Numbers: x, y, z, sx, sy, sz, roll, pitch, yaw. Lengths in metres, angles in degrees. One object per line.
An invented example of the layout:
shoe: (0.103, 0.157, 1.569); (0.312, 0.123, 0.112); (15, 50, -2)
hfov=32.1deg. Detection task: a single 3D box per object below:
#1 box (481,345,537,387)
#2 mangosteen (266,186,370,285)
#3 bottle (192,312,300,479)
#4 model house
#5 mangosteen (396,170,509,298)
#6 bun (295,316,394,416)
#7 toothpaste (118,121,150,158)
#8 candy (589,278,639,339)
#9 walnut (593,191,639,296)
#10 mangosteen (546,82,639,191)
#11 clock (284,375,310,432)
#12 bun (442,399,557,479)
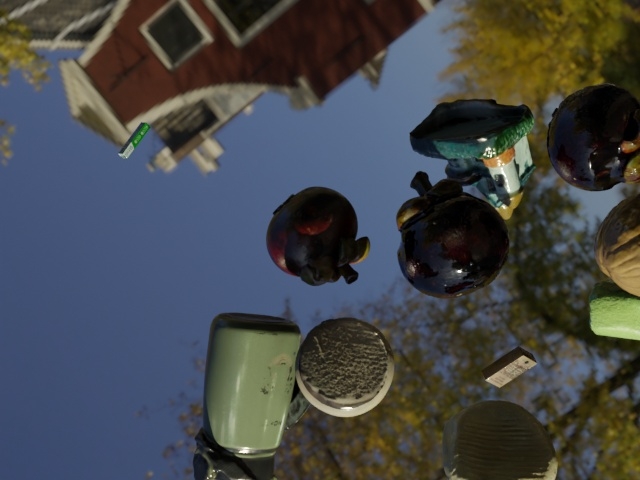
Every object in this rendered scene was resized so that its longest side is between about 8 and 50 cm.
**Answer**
box: (0.328, 0.220, 1.934); (0.053, 0.083, 0.024); (29, -147, -46)
mangosteen: (0.000, 0.000, 2.031); (0.200, 0.200, 0.200); (45, -158, -23)
bottle: (-0.138, 0.309, 2.023); (0.168, 0.168, 0.347); (8, -90, -64)
model house: (0.361, -0.151, 2.426); (0.184, 0.253, 0.291); (-46, -56, -32)
mangosteen: (0.227, -0.018, 2.022); (0.211, 0.211, 0.250); (10, -125, -63)
bun: (0.042, 0.222, 1.920); (0.173, 0.173, 0.120); (60, 171, 17)
toothpaste: (-0.373, -0.201, 2.233); (0.020, 0.083, 0.017); (11, 152, 49)
candy: (0.762, 0.157, 2.446); (0.142, 0.343, 0.132); (-2, -85, -55)
walnut: (0.684, -0.003, 2.243); (0.225, 0.261, 0.225); (63, 180, 0)
mangosteen: (0.510, -0.170, 1.941); (0.230, 0.194, 0.194); (26, -172, 25)
clock: (-0.100, 0.355, 2.448); (0.049, 0.226, 0.226); (48, -159, -19)
bun: (0.343, 0.423, 2.170); (0.133, 0.231, 0.231); (91, 155, -63)
